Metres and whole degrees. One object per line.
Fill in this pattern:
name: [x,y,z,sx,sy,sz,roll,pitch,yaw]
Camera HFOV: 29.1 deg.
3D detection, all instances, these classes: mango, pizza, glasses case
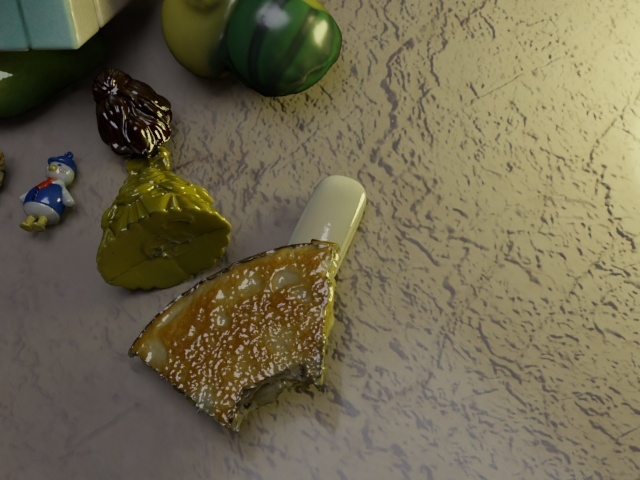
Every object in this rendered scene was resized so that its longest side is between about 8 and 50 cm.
mango: [-0.457,-0.278,1.910,0.251,0.114,0.156,-28,53,-6]
pizza: [-0.089,0.136,1.652,0.323,0.089,0.223,-29,64,6]
glasses case: [0.000,0.000,1.742,0.081,0.051,0.204,21,70,14]

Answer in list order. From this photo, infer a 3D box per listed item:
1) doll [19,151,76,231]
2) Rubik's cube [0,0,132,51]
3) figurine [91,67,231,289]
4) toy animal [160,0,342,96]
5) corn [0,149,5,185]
doll: [-0.399,-0.074,1.834,0.098,0.058,0.143,5,58,27]
Rubik's cube: [-0.462,-0.479,1.825,0.321,0.316,0.319,1,31,18]
figurine: [-0.251,-0.104,1.794,0.187,0.168,0.315,-43,46,29]
toy animal: [-0.130,-0.327,1.855,0.338,0.216,0.191,29,97,17]
corn: [-0.590,-0.138,1.871,0.244,0.093,0.093,21,68,19]
